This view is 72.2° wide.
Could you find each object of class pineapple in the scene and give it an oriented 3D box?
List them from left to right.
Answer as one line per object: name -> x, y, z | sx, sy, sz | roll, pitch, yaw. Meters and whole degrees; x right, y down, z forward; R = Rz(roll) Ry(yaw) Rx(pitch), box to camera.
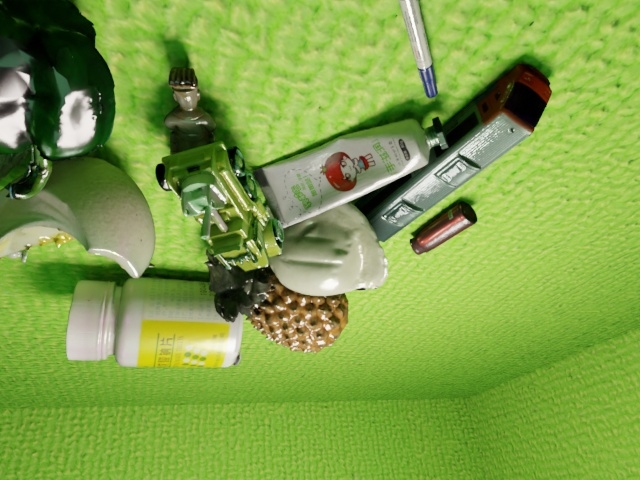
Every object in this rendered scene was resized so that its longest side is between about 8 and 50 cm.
pineapple -> -0.122, 0.127, 1.007 | 0.357, 0.223, 0.223 | 23, 138, -32

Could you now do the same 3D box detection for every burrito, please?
burrito -> -0.473, -0.141, 0.672 | 0.185, 0.041, 0.045 | -31, 132, 31

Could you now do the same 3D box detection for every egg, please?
egg -> -0.396, -0.055, 0.704 | 0.271, 0.206, 0.161 | 9, 123, 0

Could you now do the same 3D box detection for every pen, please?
pen -> 0.132, -0.271, 0.593 | 0.025, 0.025, 0.204 | -17, 148, 16

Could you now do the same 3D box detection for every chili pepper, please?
chili pepper -> -0.357, -0.168, 0.538 | 0.174, 0.165, 0.261 | -7, 150, -36

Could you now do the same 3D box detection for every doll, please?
doll -> -0.657, 0.023, 0.907 | 0.058, 0.040, 0.085 | -33, 140, 19

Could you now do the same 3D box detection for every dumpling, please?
dumpling -> 0.000, -0.003, 0.881 | 0.243, 0.175, 0.227 | -4, 118, -1

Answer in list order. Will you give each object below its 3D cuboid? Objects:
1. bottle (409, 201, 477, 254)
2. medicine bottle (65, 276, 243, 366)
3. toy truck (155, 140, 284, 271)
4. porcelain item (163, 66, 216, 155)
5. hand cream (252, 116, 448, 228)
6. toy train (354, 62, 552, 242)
bottle -> 0.271, -0.021, 0.988 | 0.060, 0.060, 0.164 | 16, 142, -32
medicine bottle -> -0.387, 0.198, 1.070 | 0.379, 0.213, 0.213 | 6, 146, -20
toy truck -> -0.154, -0.026, 0.718 | 0.128, 0.135, 0.259 | -13, 146, 10
porcelain item -> -0.195, -0.171, 0.662 | 0.084, 0.054, 0.213 | -2, 149, -10
hand cream -> 0.048, -0.123, 0.757 | 0.336, 0.076, 0.121 | -18, 107, 20
toy train -> 0.214, -0.129, 0.779 | 0.086, 0.089, 0.409 | 21, 140, -29
